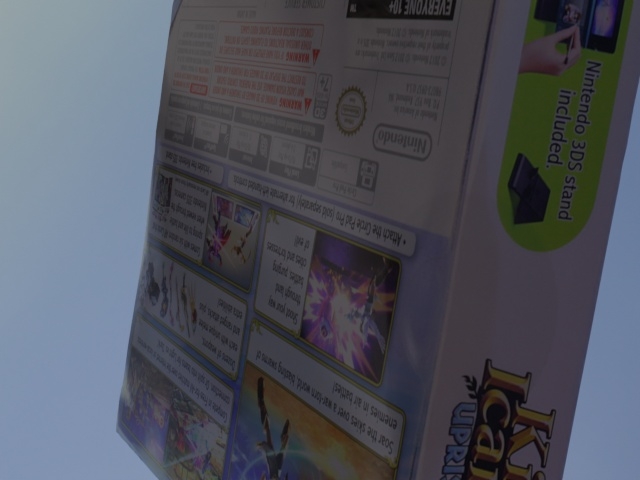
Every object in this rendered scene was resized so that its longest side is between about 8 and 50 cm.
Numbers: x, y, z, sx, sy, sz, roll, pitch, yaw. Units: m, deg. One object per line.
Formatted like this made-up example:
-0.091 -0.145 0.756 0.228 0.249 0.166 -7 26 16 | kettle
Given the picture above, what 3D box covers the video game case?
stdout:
0.000 0.000 0.448 0.269 0.061 0.244 23 -75 62 | video game case
